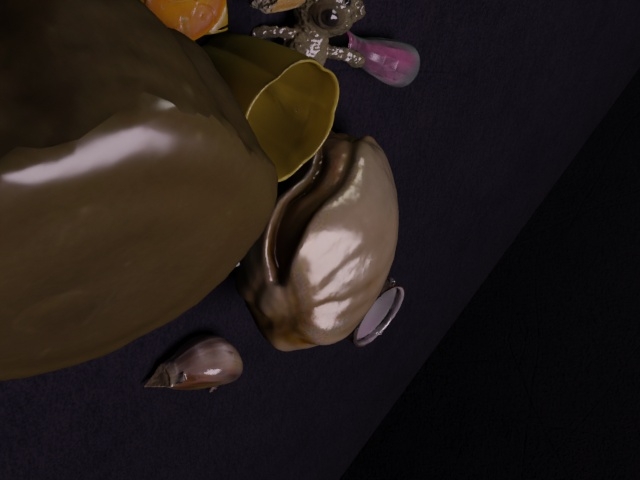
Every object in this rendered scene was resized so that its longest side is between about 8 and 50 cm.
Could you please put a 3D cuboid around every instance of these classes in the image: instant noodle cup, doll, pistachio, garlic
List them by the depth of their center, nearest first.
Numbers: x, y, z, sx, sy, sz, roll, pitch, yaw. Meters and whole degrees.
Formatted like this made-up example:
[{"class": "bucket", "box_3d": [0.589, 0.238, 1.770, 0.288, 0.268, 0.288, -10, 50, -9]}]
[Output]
[{"class": "doll", "box_3d": [-0.040, -0.292, 1.132, 0.285, 0.091, 0.202, -38, 123, 14]}, {"class": "pistachio", "box_3d": [0.000, 0.000, 1.338, 0.365, 0.281, 0.446, 31, 77, -70]}, {"class": "garlic", "box_3d": [-0.229, 0.274, 1.479, 0.266, 0.148, 0.129, 45, 47, -57]}, {"class": "instant noodle cup", "box_3d": [0.062, 0.116, 1.610, 0.217, 0.207, 0.218, -37, 149, -26]}]

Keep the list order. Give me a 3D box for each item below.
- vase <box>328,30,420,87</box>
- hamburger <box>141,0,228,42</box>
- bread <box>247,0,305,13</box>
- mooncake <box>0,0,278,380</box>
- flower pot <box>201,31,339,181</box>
[{"class": "vase", "box_3d": [0.093, -0.341, 1.280, 0.214, 0.086, 0.086, 0, 122, -51]}, {"class": "hamburger", "box_3d": [-0.188, -0.318, 0.865, 0.164, 0.093, 0.190, -21, 139, -41]}, {"class": "bread", "box_3d": [-0.051, -0.388, 0.988, 0.106, 0.082, 0.125, -43, 174, -48]}, {"class": "mooncake", "box_3d": [-0.287, -0.052, 0.774, 0.466, 0.262, 0.467, -31, 160, -13]}, {"class": "flower pot", "box_3d": [-0.100, -0.209, 1.028, 0.195, 0.179, 0.195, -35, 145, -29]}]
